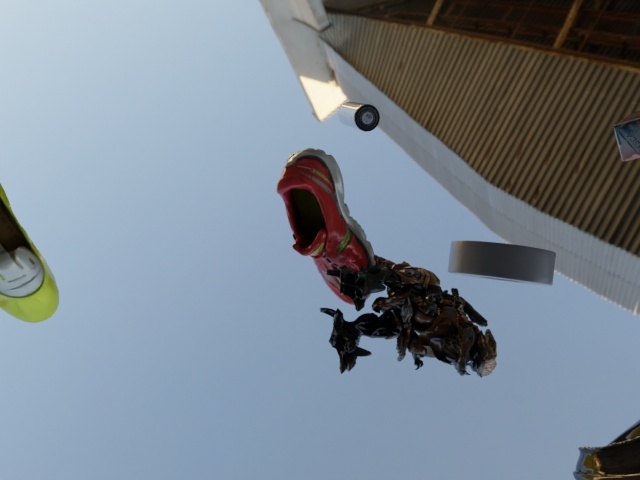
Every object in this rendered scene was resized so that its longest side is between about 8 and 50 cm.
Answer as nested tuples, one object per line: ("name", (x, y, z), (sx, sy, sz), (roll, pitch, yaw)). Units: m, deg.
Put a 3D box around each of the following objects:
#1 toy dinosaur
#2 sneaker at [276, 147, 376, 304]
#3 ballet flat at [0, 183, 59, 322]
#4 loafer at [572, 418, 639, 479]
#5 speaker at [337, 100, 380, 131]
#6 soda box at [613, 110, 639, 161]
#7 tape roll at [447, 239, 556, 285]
("toy dinosaur", (0.125, 0.107, 0.852), (0.218, 0.165, 0.322), (-6, -171, -23))
("sneaker", (0.000, 0.000, 0.852), (0.107, 0.279, 0.118), (-10, -151, 29))
("ballet flat", (-0.379, 0.001, 0.640), (0.077, 0.231, 0.077), (-28, -163, -25))
("loafer", (0.298, 0.149, 0.427), (0.220, 0.080, 0.079), (-37, -137, 41))
("speaker", (0.078, -0.264, 1.163), (0.055, 0.055, 0.136), (-32, -159, -3))
("soda box", (0.546, -0.184, 0.926), (0.058, 0.063, 0.183), (-13, -171, 39))
("tape roll", (0.390, 0.049, 1.191), (0.219, 0.219, 0.073), (7, -93, 26))
